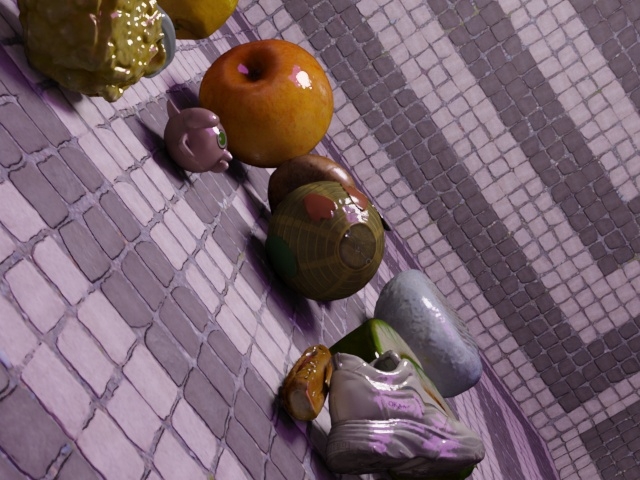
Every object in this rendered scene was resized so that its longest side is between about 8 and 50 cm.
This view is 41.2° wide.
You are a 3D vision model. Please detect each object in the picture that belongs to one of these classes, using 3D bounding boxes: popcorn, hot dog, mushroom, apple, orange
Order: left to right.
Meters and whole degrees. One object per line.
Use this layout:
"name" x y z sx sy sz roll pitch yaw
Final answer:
"popcorn" -0.344 -0.321 1.277 0.286 0.173 0.225 79 25 -52
"orange" -0.324 -0.597 1.990 0.279 0.235 0.279 17 -7 2
"apple" -0.124 -0.315 1.914 0.299 0.299 0.275 61 5 25
"hot dog" -0.018 0.231 1.410 0.289 0.068 0.083 -33 112 -83
"mushroom" 0.001 -0.072 1.916 0.278 0.278 0.146 52 49 -21

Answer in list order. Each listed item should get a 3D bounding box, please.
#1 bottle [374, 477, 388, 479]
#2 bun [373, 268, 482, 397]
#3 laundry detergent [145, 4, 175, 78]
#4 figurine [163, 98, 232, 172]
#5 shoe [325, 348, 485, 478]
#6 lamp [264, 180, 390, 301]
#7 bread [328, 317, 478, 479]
"bottle" 0.119 0.447 1.420 0.101 0.063 0.047 56 -17 -13
"bun" 0.262 0.244 2.185 0.362 0.211 0.362 51 15 -19
"laundry detergent" -0.399 -0.446 1.585 0.280 0.105 0.215 43 -12 9
"figurine" -0.227 -0.187 1.562 0.138 0.125 0.125 44 16 -53
"shoe" 0.144 0.285 1.435 0.342 0.132 0.211 16 57 -38
"lamp" 0.000 0.000 1.754 0.250 0.250 0.284 51 -22 -24
"bread" 0.160 0.334 1.709 0.366 0.129 0.382 49 12 -22
